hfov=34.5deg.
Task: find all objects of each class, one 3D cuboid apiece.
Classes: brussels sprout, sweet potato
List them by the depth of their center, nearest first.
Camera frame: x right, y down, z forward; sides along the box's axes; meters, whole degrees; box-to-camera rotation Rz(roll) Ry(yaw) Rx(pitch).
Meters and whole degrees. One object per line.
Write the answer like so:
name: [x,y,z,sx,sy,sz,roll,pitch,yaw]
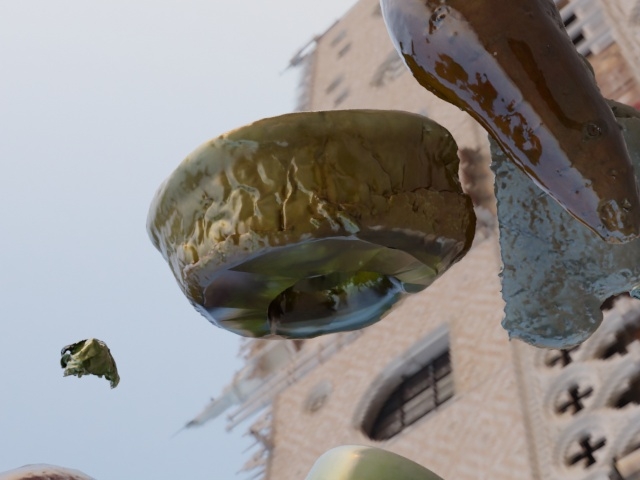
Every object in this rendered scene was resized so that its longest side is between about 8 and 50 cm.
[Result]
sweet potato: [0.097,-0.149,0.684,0.112,0.112,0.359,20,-139,-48]
brussels sprout: [-0.289,0.151,1.283,0.085,0.085,0.058,28,-125,-40]

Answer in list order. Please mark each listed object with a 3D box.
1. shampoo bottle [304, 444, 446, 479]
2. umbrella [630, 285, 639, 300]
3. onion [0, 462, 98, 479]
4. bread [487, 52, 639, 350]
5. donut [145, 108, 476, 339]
shampoo bottle: [0.050,0.452,1.321,0.322,0.322,0.317,42,-122,-19]
umbrella: [0.529,0.034,1.689,0.062,0.067,0.144,38,-135,-37]
onion: [-0.352,0.405,1.266,0.336,0.281,0.260,27,-115,-35]
bread: [0.266,-0.041,1.081,0.102,0.183,0.338,-53,-42,-59]
donut: [0.000,0.000,0.978,0.330,0.330,0.160,9,-125,-56]
